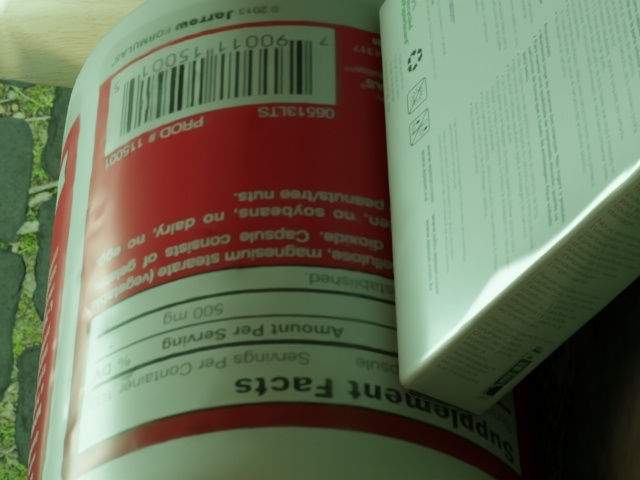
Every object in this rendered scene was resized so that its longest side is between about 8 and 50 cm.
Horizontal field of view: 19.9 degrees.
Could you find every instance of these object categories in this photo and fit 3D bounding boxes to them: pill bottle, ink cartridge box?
[{"bbox_3d":[-0.016,0.087,0.822,0.229,0.229,0.408,107,167,-48],"label":"pill bottle"},{"bbox_3d":[0.101,-0.080,0.710,0.224,0.045,0.223,-48,31,42],"label":"ink cartridge box"}]

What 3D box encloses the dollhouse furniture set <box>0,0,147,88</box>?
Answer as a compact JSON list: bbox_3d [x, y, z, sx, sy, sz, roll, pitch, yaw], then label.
[{"bbox_3d":[-0.117,-0.289,1.064,0.256,0.362,0.394,10,100,37],"label":"dollhouse furniture set"}]
